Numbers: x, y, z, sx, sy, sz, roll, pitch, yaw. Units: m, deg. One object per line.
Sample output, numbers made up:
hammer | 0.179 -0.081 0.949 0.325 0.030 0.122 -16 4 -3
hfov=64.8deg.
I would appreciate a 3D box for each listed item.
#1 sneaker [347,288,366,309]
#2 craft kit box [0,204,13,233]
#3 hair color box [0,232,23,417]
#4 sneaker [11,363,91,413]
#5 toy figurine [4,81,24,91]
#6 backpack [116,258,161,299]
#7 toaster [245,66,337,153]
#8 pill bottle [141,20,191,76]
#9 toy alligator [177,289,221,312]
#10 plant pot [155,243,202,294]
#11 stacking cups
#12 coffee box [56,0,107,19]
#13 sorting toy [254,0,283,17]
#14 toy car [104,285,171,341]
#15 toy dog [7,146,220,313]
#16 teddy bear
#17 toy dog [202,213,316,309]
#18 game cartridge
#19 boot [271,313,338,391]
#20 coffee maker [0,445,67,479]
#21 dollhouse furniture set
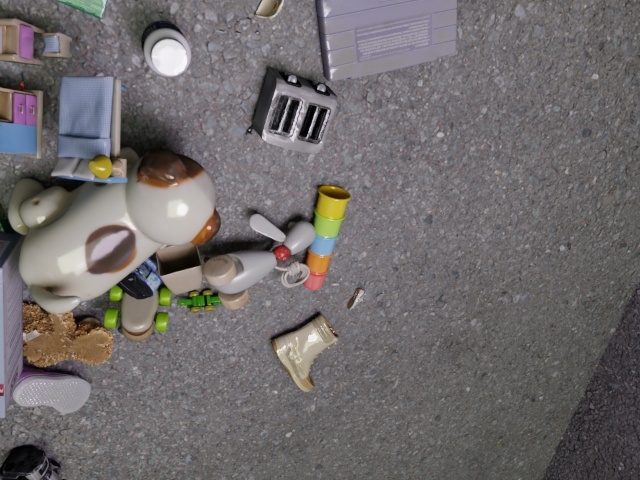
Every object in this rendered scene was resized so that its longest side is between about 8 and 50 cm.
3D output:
sneaker | 0.122 0.198 1.662 0.037 0.032 0.083 20 111 -30
craft kit box | -0.843 -0.021 1.128 0.246 0.061 0.250 -12 123 -12
hair color box | -0.742 0.187 1.121 0.113 0.185 0.375 4 111 -20
sneaker | -0.766 0.388 1.389 0.102 0.161 0.282 -63 157 -18
toy figurine | -0.752 -0.293 0.900 0.191 0.217 0.362 -46 126 8
backpack | -0.466 0.090 1.291 0.105 0.084 0.114 -13 127 32
toaster | -0.069 -0.308 1.232 0.168 0.110 0.186 10 115 -26
pill bottle | -0.318 -0.394 1.042 0.094 0.169 0.094 -10 122 -17
toy alligator | -0.320 0.177 1.463 0.189 0.056 0.051 -3 162 -22
plant pot | -0.370 0.080 1.353 0.109 0.109 0.096 -16 133 -13
stacking cups | 0.000 0.000 1.463 0.096 0.096 0.316 3 120 -24
coffee box | -0.455 -0.543 0.977 0.113 0.040 0.184 14 114 -29
sorting toy | -0.102 -0.520 1.112 0.044 0.075 0.083 22 110 -31
toy car | -0.499 0.215 1.386 0.155 0.149 0.188 8 143 -15
toy dog | -0.425 -0.056 1.081 0.407 0.395 0.285 -25 117 4
teddy bear | -0.714 0.235 1.314 0.337 0.113 0.245 -4 115 -11
toy dog | -0.186 0.040 1.381 0.333 0.161 0.220 -18 135 -36
game cartridge | 0.167 -0.532 1.227 0.355 0.068 0.230 -16 128 -13
boot | -0.023 0.376 1.676 0.203 0.095 0.262 -30 122 -4
coffee maker | -0.883 0.718 1.515 0.171 0.120 0.178 -16 123 -12
dollhouse furniture set | -0.504 -0.256 0.897 0.303 0.198 0.287 10 100 21
